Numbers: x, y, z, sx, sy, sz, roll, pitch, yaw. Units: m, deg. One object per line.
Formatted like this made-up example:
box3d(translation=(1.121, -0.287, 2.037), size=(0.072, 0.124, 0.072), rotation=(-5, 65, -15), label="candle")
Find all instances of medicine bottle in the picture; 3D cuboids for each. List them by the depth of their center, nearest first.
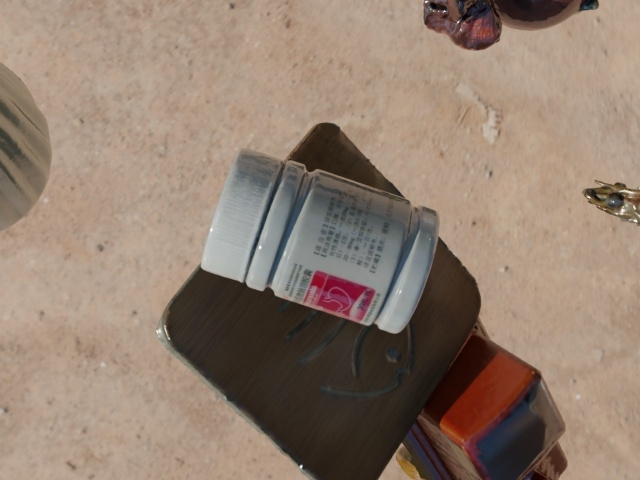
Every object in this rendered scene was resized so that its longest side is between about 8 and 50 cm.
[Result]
box3d(translation=(0.000, 0.000, 0.409), size=(0.091, 0.058, 0.058), rotation=(18, 120, -2), label="medicine bottle")

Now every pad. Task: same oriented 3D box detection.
box3d(translation=(0.019, 0.071, 0.929), size=(0.284, 0.286, 0.018), rotation=(46, 154, -19), label="pad")

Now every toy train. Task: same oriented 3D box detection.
box3d(translation=(0.173, 0.210, 1.083), size=(0.163, 0.232, 0.369), rotation=(-40, 125, -12), label="toy train")

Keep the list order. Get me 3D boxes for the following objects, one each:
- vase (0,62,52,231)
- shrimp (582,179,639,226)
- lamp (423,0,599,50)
box3d(translation=(-0.244, -0.073, 0.607), size=(0.128, 0.248, 0.128), rotation=(2, 81, -11), label="vase")
box3d(translation=(0.358, 0.020, 0.891), size=(0.251, 0.052, 0.143), rotation=(35, 148, 29), label="shrimp")
box3d(translation=(0.212, -0.303, 1.040), size=(0.223, 0.151, 0.215), rotation=(16, 104, -41), label="lamp")
